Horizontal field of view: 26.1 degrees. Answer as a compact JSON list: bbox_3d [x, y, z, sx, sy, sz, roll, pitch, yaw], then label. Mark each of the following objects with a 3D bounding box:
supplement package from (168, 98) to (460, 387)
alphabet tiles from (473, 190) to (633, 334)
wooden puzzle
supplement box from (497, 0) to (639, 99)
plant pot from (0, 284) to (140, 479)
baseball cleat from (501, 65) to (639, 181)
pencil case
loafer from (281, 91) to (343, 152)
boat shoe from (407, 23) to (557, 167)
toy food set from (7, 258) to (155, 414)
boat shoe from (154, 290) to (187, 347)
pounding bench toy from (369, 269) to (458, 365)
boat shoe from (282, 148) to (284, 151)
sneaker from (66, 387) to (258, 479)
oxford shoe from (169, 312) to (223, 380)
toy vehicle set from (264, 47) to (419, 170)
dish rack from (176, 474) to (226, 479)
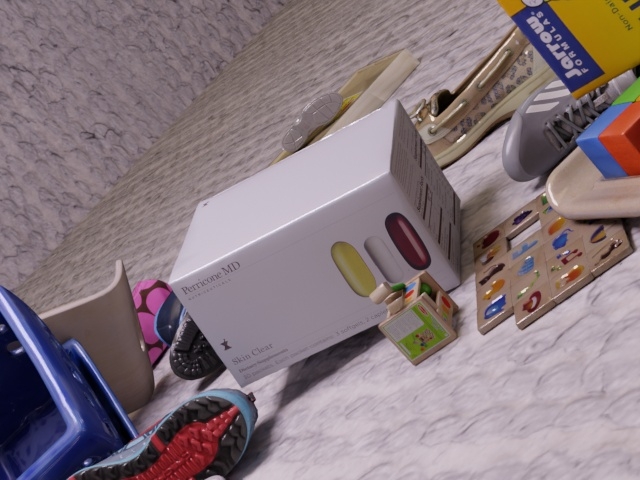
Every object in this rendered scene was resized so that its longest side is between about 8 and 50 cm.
[{"bbox_3d":[0.000,0.000,1.453,0.262,0.145,0.204,-27,21,17],"label":"supplement package"},{"bbox_3d":[0.221,-0.006,1.259,0.198,0.009,0.237,-37,16,18],"label":"alphabet tiles"},{"bbox_3d":[0.359,-0.145,1.132,0.322,0.080,0.348,-43,14,-11],"label":"wooden puzzle"},{"bbox_3d":[0.329,-0.314,1.222,0.356,0.194,0.195,-31,13,48],"label":"supplement box"},{"bbox_3d":[-0.347,0.229,1.578,0.236,0.236,0.212,-42,-30,4],"label":"plant pot"},{"bbox_3d":[0.268,-0.142,1.406,0.206,0.072,0.109,-51,23,-19],"label":"baseball cleat"},{"bbox_3d":[-0.269,0.140,1.951,0.095,0.098,0.209,-32,17,37],"label":"pencil case"},{"bbox_3d":[-0.015,-0.193,2.210,0.125,0.045,0.039,-44,7,7],"label":"loafer"},{"bbox_3d":[0.180,-0.175,1.690,0.285,0.089,0.104,-36,16,26],"label":"boat shoe"},{"bbox_3d":[-0.369,0.157,1.744,0.306,0.220,0.092,-21,44,-15],"label":"toy food set"},{"bbox_3d":[-0.124,0.043,1.895,0.089,0.109,0.258,4,64,61],"label":"boat shoe"},{"bbox_3d":[0.083,0.059,1.284,0.052,0.083,0.065,-37,16,22],"label":"pounding bench toy"},{"bbox_3d":[-0.029,-0.182,2.390,0.100,0.035,0.035,-50,-11,-15],"label":"boat shoe"},{"bbox_3d":[-0.163,0.242,1.436,0.262,0.104,0.125,-34,-1,17],"label":"sneaker"},{"bbox_3d":[-0.118,0.098,1.752,0.227,0.083,0.096,-52,-2,-33],"label":"oxford shoe"},{"bbox_3d":[0.033,-0.201,2.263,0.267,0.035,0.166,-49,16,-23],"label":"toy vehicle set"},{"bbox_3d":[-0.203,0.351,1.229,0.333,0.072,0.285,-39,15,18],"label":"dish rack"}]
